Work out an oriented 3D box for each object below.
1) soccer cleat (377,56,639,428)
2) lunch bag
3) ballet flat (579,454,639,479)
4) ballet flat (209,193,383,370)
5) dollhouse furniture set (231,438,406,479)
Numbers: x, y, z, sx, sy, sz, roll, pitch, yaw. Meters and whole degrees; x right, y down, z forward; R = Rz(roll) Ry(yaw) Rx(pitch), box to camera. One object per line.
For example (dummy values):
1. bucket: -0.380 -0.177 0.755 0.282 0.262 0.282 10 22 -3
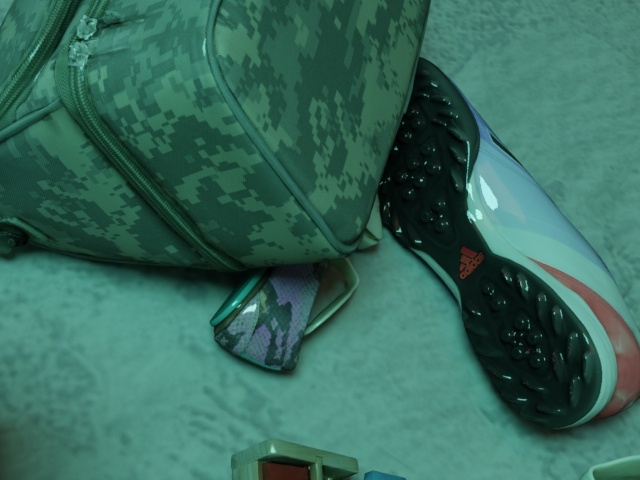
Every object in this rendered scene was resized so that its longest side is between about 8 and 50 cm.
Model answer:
1. soccer cleat: 0.135 -0.007 0.712 0.116 0.109 0.318 1 51 -43
2. lunch bag: -0.091 -0.132 0.624 0.256 0.212 0.305 -6 55 32
3. ballet flat: 0.175 0.196 0.587 0.280 0.095 0.096 -10 50 -35
4. ballet flat: 0.000 0.000 0.678 0.079 0.077 0.222 37 57 -14
5. dollhouse furniture set: 0.005 0.182 0.483 0.129 0.129 0.184 24 48 -39
